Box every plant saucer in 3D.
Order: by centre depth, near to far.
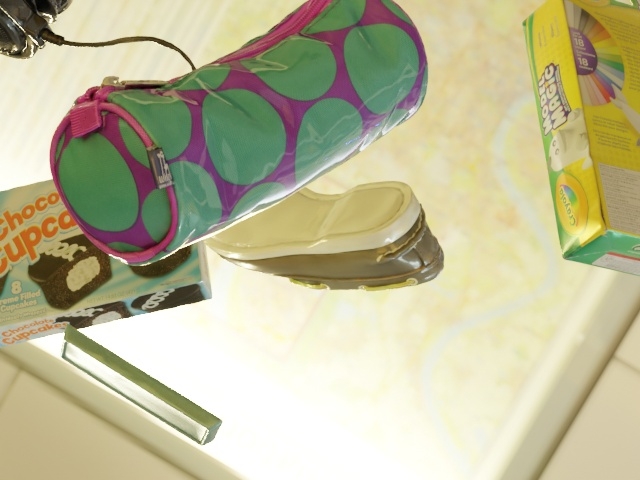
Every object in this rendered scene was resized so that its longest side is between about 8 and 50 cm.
[{"bbox_3d":[-0.191,0.154,1.720,0.192,0.018,0.067,31,152,2],"label":"plant saucer"}]

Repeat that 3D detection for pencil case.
[{"bbox_3d":[-0.027,-0.050,0.634,0.064,0.070,0.152,5,-153,45],"label":"pencil case"}]

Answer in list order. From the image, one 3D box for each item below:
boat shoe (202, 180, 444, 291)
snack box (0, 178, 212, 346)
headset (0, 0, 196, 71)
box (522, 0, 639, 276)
[{"bbox_3d":[-0.002,0.003,1.684,0.305,0.109,0.091,-1,135,48],"label":"boat shoe"},{"bbox_3d":[-0.300,0.013,1.994,0.060,0.322,0.187,66,-167,-62],"label":"snack box"},{"bbox_3d":[-0.201,-0.218,1.303,0.394,0.243,0.185,57,175,26],"label":"headset"},{"bbox_3d":[0.171,-0.067,0.921,0.105,0.179,0.043,13,149,-29],"label":"box"}]
